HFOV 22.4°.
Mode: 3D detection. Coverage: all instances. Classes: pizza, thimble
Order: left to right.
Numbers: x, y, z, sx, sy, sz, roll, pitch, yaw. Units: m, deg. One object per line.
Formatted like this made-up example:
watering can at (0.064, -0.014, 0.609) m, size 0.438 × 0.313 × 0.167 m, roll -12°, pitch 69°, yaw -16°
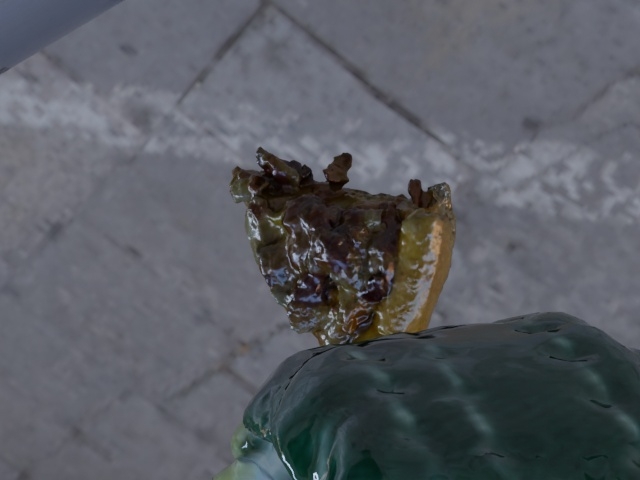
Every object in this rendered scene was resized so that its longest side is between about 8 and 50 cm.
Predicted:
pizza at (-0.001, 0.001, 1.088) m, size 0.194 × 0.069 × 0.154 m, roll 35°, pitch 117°, yaw 31°
thimble at (0.057, 0.157, 0.658) m, size 0.288 × 0.167 × 0.254 m, roll -128°, pitch 36°, yaw -66°

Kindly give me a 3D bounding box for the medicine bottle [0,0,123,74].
medicine bottle at (-0.190, -0.093, 0.520) m, size 0.157 × 0.288 × 0.157 m, roll 60°, pitch -179°, yaw -1°
